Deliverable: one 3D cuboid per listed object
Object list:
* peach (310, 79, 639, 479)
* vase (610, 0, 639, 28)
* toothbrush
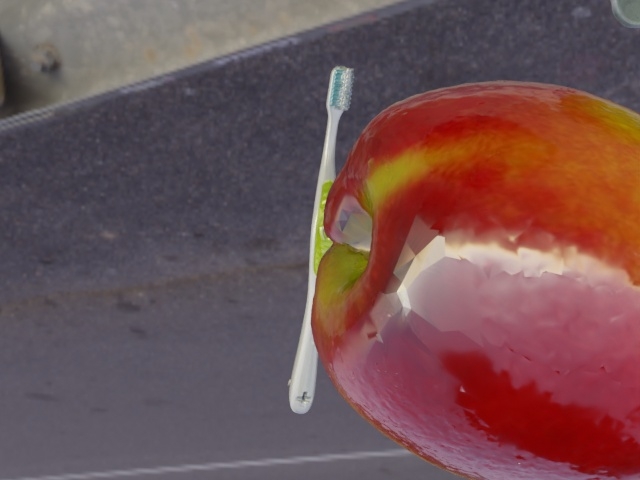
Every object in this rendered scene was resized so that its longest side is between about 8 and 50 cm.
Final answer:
[{"bbox_3d":[0.112,0.026,0.451,0.226,0.190,0.196,14,149,-16],"label":"peach"},{"bbox_3d":[0.196,-0.178,0.505,0.081,0.149,0.081,16,143,13],"label":"vase"},{"bbox_3d":[0.000,0.000,0.736,0.022,0.263,0.026,6,-176,-23],"label":"toothbrush"}]
